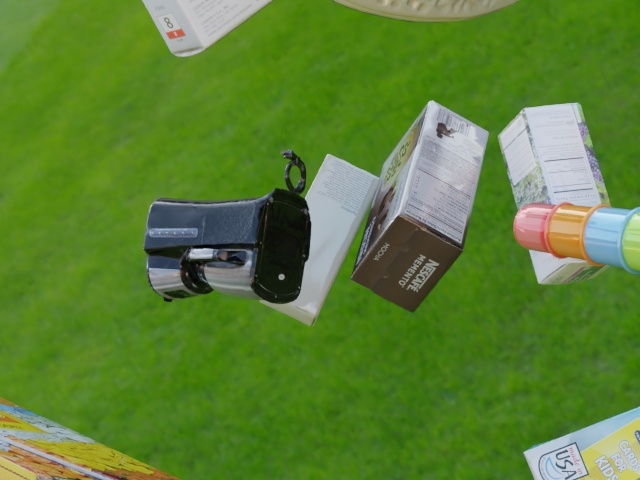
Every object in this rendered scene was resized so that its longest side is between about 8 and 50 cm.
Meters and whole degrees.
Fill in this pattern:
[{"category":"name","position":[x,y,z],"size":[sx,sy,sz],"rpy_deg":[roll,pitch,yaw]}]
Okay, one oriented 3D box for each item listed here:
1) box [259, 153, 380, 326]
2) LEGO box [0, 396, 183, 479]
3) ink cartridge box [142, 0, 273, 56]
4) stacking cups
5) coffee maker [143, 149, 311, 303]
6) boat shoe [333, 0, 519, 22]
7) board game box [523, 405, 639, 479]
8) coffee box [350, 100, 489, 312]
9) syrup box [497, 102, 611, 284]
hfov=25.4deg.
[{"category":"box","position":[0.000,0.000,2.444],"size":[0.275,0.113,0.094],"rpy_deg":[-63,-2,-16]},{"category":"LEGO box","position":[-0.314,0.417,1.254],"size":[0.372,0.193,0.500],"rpy_deg":[17,88,34]},{"category":"ink cartridge box","position":[-0.077,-0.226,0.881],"size":[0.145,0.179,0.045],"rpy_deg":[-41,20,-30]},{"category":"stacking cups","position":[0.381,-0.005,1.773],"size":[0.096,0.096,0.316],"rpy_deg":[-42,29,-24]},{"category":"coffee maker","position":[-0.106,-0.009,1.672],"size":[0.178,0.120,0.171],"rpy_deg":[2,57,36]},{"category":"boat shoe","position":[0.153,-0.319,1.250],"size":[0.500,0.187,0.156],"rpy_deg":[-27,36,-34]},{"category":"board game box","position":[0.412,0.271,1.444],"size":[0.336,0.254,0.079],"rpy_deg":[-24,-10,14]},{"category":"coffee box","position":[0.160,-0.056,2.243],"size":[0.168,0.118,0.297],"rpy_deg":[-54,12,43]},{"category":"syrup box","position":[0.335,-0.065,1.985],"size":[0.096,0.237,0.093],"rpy_deg":[-7,-19,-21]}]
